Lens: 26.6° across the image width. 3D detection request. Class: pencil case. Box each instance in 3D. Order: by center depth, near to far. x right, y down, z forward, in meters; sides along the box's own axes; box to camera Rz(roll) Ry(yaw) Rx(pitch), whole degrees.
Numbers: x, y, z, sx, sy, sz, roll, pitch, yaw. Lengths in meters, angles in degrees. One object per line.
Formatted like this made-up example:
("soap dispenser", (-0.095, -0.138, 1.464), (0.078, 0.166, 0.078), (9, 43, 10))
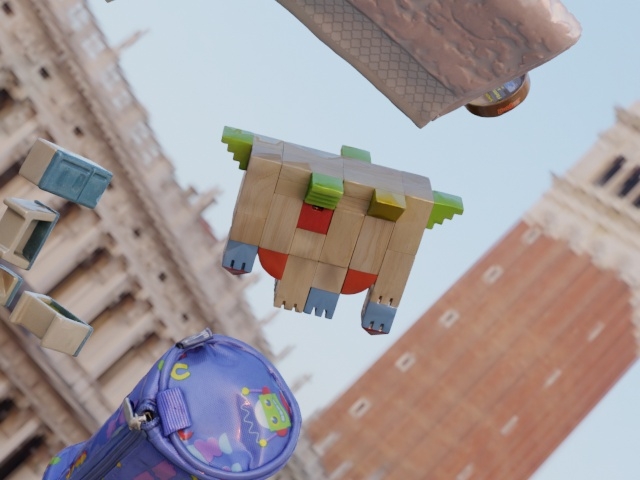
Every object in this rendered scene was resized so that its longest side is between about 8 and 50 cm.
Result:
("pencil case", (-0.137, 0.182, 1.114), (0.306, 0.133, 0.119), (-41, -129, 50))

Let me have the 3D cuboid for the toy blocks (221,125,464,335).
("toy blocks", (0.000, 0.000, 2.121), (0.381, 0.261, 0.191), (14, 25, -7))

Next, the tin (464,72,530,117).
("tin", (0.228, -0.248, 1.948), (0.190, 0.106, 0.040), (59, -4, 42))

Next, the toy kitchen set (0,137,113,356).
("toy kitchen set", (-0.304, 0.013, 1.648), (0.166, 0.207, 0.122), (31, 3, 26))

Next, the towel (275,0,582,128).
("towel", (0.108, -0.301, 1.674), (0.332, 0.053, 0.317), (40, -35, -15))

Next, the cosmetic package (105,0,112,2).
("cosmetic package", (-0.140, -0.412, 1.527), (0.113, 0.309, 0.160), (59, 9, -69))
